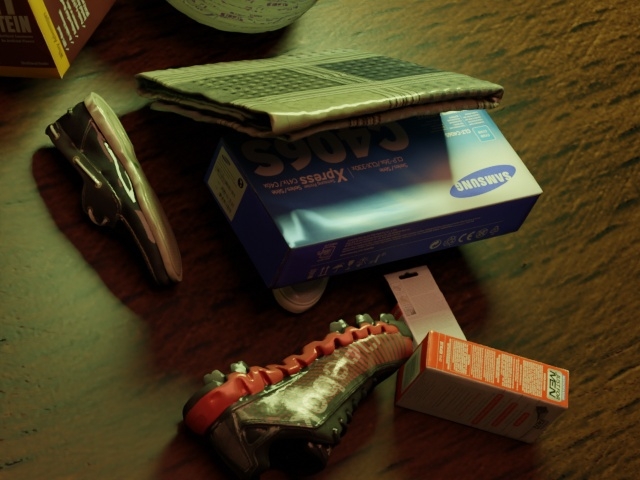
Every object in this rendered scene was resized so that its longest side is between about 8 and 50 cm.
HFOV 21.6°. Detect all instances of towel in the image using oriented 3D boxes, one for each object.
[{"bbox_3d":[-0.009,-0.160,1.881,0.324,0.056,0.312,-10,19,-32],"label":"towel"}]

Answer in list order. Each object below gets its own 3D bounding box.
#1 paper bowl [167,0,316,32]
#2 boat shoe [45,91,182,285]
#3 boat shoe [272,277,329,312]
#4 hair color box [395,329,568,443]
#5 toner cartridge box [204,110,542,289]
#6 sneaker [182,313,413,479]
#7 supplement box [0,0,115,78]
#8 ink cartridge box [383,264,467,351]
[{"bbox_3d":[-0.111,-0.381,2.027,0.284,0.148,0.284,14,59,-24],"label":"paper bowl"},{"bbox_3d":[-0.221,-0.045,1.828,0.079,0.084,0.233,-31,77,4],"label":"boat shoe"},{"bbox_3d":[0.000,0.000,1.886,0.066,0.063,0.184,32,51,-1],"label":"boat shoe"},{"bbox_3d":[0.176,0.161,1.834,0.167,0.093,0.053,18,53,-12],"label":"hair color box"},{"bbox_3d":[0.062,-0.061,1.868,0.348,0.075,0.165,-13,58,-33],"label":"toner cartridge box"},{"bbox_3d":[-0.002,0.170,1.748,0.276,0.097,0.135,-21,68,-31],"label":"sneaker"},{"bbox_3d":[-0.328,-0.314,1.854,0.129,0.191,0.194,5,46,25],"label":"supplement box"},{"bbox_3d":[0.115,0.087,1.899,0.063,0.029,0.115,-12,62,-29],"label":"ink cartridge box"}]
